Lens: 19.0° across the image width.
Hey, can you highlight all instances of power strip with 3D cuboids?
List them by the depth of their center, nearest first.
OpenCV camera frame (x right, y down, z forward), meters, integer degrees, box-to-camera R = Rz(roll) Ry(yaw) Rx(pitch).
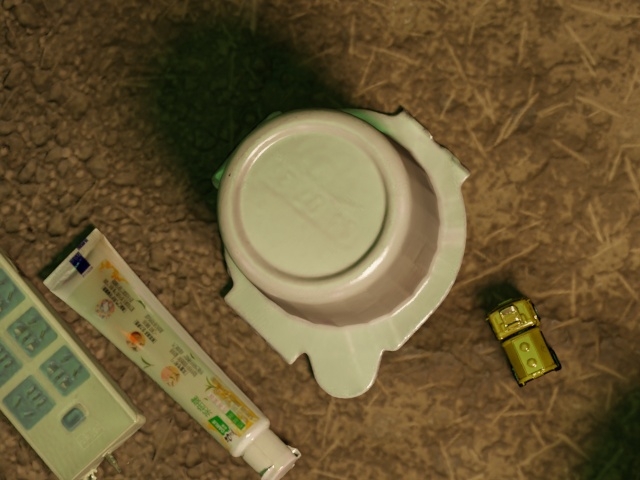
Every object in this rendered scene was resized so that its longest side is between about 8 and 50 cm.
[{"bbox_3d":[-0.317,0.096,1.943,0.106,0.043,0.367,-43,81,5],"label":"power strip"}]

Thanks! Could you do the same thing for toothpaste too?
[{"bbox_3d":[-0.147,0.121,1.911,0.314,0.058,0.056,44,137,13],"label":"toothpaste"}]

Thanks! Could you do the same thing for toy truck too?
[{"bbox_3d":[0.195,0.096,1.853,0.049,0.054,0.083,-25,82,7],"label":"toy truck"}]

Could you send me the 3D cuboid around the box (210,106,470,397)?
[{"bbox_3d":[0.000,0.000,1.816,0.262,0.206,0.291,1,84,10],"label":"box"}]
